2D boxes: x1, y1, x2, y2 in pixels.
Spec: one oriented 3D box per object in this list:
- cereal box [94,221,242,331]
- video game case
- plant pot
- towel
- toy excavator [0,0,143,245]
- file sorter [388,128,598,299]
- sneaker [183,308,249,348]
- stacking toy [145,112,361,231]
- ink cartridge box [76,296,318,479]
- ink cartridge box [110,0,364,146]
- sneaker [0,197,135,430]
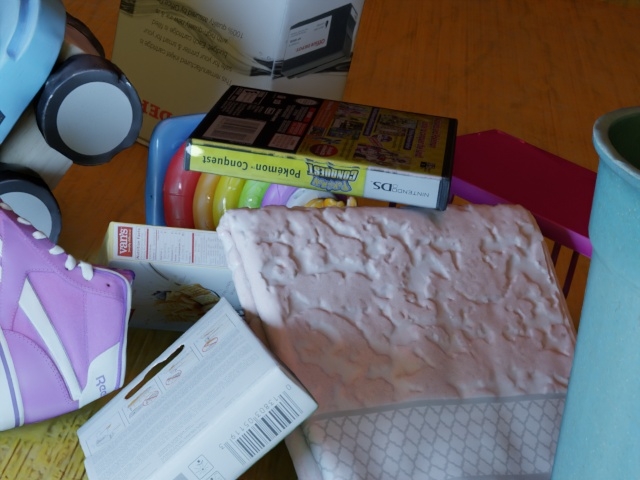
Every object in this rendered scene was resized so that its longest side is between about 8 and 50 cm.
[{"bbox_3d":[-0.100,0.044,1.606,0.240,0.173,0.047,5,66,-14],"label":"cereal box"},{"bbox_3d":[0.009,-0.097,1.653,0.248,0.035,0.275,9,17,4],"label":"video game case"},{"bbox_3d":[0.335,0.106,1.290,0.341,0.334,0.341,11,21,-4],"label":"plant pot"},{"bbox_3d":[0.099,0.100,1.468,0.332,0.053,0.317,-1,57,-31],"label":"towel"},{"bbox_3d":[-0.476,-0.128,1.698,0.445,0.433,0.222,32,10,-30],"label":"toy excavator"},{"bbox_3d":[0.228,0.024,1.775,0.291,0.182,0.202,27,25,32],"label":"file sorter"},{"bbox_3d":[0.002,0.109,1.567,0.281,0.106,0.162,10,8,-22],"label":"sneaker"},{"bbox_3d":[-0.038,-0.032,1.707,0.166,0.175,0.302,-6,13,-36],"label":"stacking toy"},{"bbox_3d":[-0.108,0.146,1.351,0.056,0.181,0.225,49,-3,-16],"label":"ink cartridge box"},{"bbox_3d":[-0.104,-0.296,2.120,0.285,0.395,0.166,28,25,35],"label":"ink cartridge box"},{"bbox_3d":[-0.256,0.021,1.476,0.161,0.102,0.282,-17,74,-18],"label":"sneaker"}]
